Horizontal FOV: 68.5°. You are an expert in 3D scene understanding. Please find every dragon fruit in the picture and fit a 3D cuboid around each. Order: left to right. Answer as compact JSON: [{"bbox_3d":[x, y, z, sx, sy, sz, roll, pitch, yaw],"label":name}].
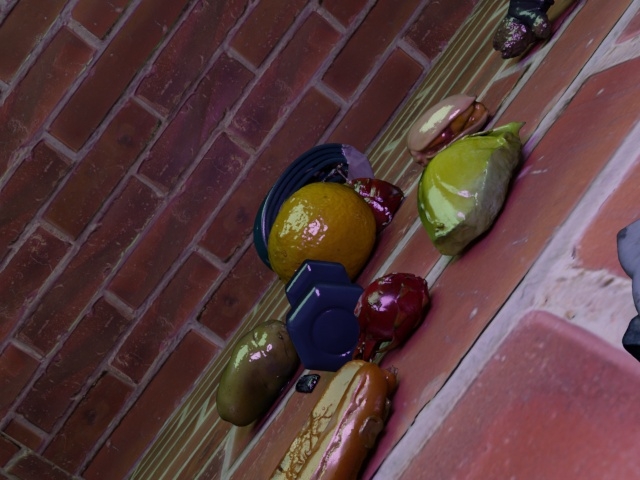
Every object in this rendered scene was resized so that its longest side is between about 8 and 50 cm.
[{"bbox_3d":[0.120,-0.100,1.245,0.121,0.161,0.127,-56,-4,-32],"label":"dragon fruit"},{"bbox_3d":[0.082,0.125,0.669,0.191,0.094,0.094,-58,7,2],"label":"dragon fruit"}]

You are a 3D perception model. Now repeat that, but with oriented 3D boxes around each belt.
[{"bbox_3d":[-0.010,-0.088,1.408,0.437,0.300,0.173,-52,8,-15],"label":"belt"}]

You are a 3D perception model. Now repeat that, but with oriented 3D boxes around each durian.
[{"bbox_3d":[0.226,-0.086,0.716,0.139,0.101,0.250,5,50,39],"label":"durian"}]

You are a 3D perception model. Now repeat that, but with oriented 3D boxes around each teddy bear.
[{"bbox_3d":[0.476,-0.523,1.031,0.251,0.129,0.182,-48,7,34],"label":"teddy bear"}]

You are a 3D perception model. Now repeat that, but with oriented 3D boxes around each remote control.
[{"bbox_3d":[-0.029,0.279,0.923,0.039,0.014,0.096,-57,7,-24],"label":"remote control"}]

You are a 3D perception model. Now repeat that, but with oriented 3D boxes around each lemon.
[{"bbox_3d":[0.000,0.000,1.138,0.320,0.245,0.245,-60,8,-10],"label":"lemon"}]

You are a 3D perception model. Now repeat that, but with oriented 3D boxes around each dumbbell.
[{"bbox_3d":[0.011,0.126,0.880,0.156,0.143,0.316,-53,8,2],"label":"dumbbell"}]

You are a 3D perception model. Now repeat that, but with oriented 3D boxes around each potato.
[{"bbox_3d":[-0.140,0.298,1.061,0.248,0.143,0.169,-59,-30,-10],"label":"potato"}]

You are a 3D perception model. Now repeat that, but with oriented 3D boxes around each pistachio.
[{"bbox_3d":[0.279,-0.252,1.058,0.200,0.117,0.145,-47,5,38],"label":"pistachio"}]

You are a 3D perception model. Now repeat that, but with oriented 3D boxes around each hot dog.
[{"bbox_3d":[0.010,0.254,0.554,0.270,0.072,0.109,-53,15,-18],"label":"hot dog"}]

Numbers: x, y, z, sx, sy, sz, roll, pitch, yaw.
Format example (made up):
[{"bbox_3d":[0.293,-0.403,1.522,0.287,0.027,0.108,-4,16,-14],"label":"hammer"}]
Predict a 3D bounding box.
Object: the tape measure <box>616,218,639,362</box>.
[{"bbox_3d":[0.272,-0.031,0.167,0.330,0.084,0.164,-47,12,49],"label":"tape measure"}]
